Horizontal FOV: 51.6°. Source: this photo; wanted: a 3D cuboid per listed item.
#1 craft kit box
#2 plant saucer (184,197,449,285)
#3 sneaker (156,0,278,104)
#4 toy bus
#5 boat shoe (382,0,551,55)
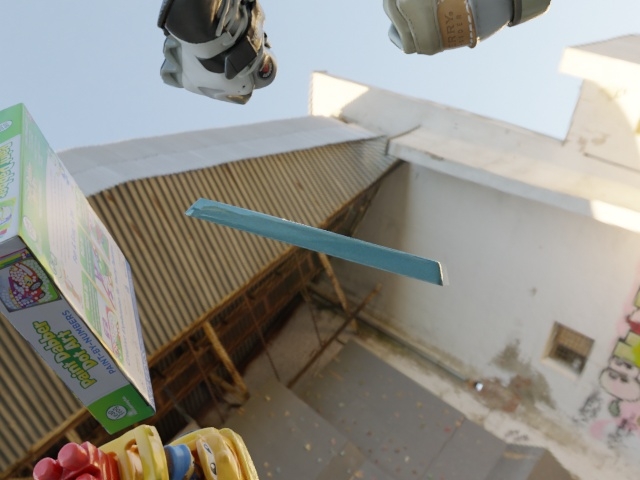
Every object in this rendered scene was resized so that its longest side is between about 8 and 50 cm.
[{"bbox_3d":[-0.253,0.023,0.658,0.060,0.250,0.247,-22,-50,-7],"label":"craft kit box"},{"bbox_3d":[0.000,0.000,0.483,0.067,0.192,0.018,11,-85,-74],"label":"plant saucer"},{"bbox_3d":[-0.111,-0.254,0.800,0.330,0.146,0.123,153,141,-78],"label":"sneaker"},{"bbox_3d":[-0.202,0.279,0.738,0.220,0.149,0.211,-29,-46,-2],"label":"toy bus"},{"bbox_3d":[0.051,-0.267,0.470,0.103,0.302,0.113,-23,-24,8],"label":"boat shoe"}]
